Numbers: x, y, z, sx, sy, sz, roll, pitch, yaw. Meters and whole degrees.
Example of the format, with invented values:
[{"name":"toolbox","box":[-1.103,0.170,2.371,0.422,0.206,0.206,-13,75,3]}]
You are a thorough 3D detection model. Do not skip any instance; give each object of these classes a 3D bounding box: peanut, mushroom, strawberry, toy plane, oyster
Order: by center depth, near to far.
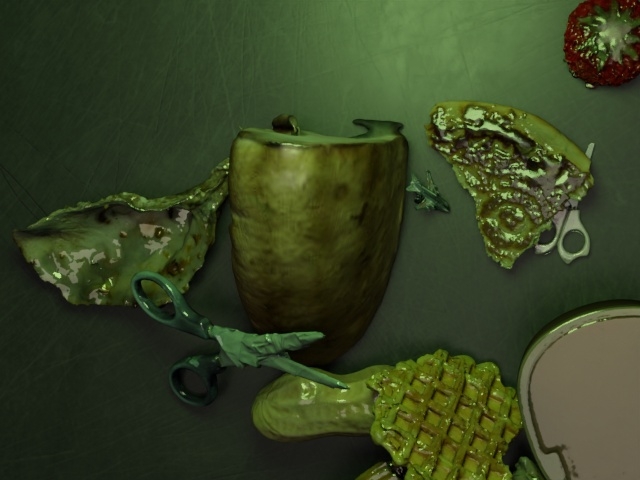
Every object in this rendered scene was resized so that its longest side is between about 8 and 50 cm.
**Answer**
[{"name":"strawberry","box":[0.425,-0.296,1.674,0.145,0.086,0.145,1,95,8]},{"name":"mushroom","box":[-0.011,0.024,1.683,0.224,0.313,0.397,8,102,12]},{"name":"toy plane","box":[0.167,-0.069,1.759,0.083,0.078,0.031,39,143,-23]},{"name":"peanut","box":[0.022,0.249,1.778,0.275,0.111,0.125,-9,127,8]},{"name":"oyster","box":[-0.291,0.007,1.828,0.396,0.111,0.204,-14,110,10]}]

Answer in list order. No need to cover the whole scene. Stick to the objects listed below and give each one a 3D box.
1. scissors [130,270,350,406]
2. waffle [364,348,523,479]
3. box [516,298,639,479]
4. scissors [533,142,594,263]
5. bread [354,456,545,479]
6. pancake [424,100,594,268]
[{"name":"scissors","box":[-0.121,0.168,1.717,0.383,0.029,0.256,4,122,37]},{"name":"waffle","box":[0.201,0.282,1.685,0.291,0.291,0.051,37,138,4]},{"name":"box","box":[0.433,0.227,1.658,0.301,0.216,0.301,1,94,10]},{"name":"scissors","box":[0.386,-0.060,1.740,0.100,0.015,0.189,19,96,6]},{"name":"bread","box":[0.185,0.460,1.737,0.370,0.191,0.314,-32,84,-4]},{"name":"pancake","box":[0.279,-0.083,1.738,0.266,0.057,0.244,12,103,15]}]
